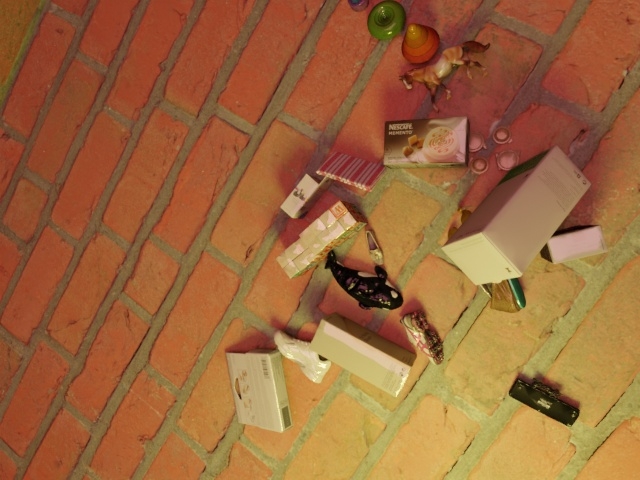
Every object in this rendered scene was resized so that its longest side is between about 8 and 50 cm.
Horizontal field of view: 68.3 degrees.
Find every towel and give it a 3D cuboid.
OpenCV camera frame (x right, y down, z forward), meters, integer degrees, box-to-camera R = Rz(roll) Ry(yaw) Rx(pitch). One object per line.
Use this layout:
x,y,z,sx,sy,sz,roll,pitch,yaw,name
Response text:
0.101,-0.222,1.529,0.197,0.144,0.029,21,132,18,towel

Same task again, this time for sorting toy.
0.207,-0.699,1.466,0.365,0.126,0.127,45,103,20,sorting toy

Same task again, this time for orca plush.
0.132,0.138,1.526,0.287,0.102,0.151,44,106,9,orca plush

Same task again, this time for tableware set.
0.432,-0.031,1.452,0.024,0.104,0.154,12,82,-21,tableware set
0.521,-0.274,1.445,0.169,0.020,0.141,-8,88,20,tableware set

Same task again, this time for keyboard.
0.672,0.468,1.406,0.192,0.038,0.100,26,122,15,keyboard

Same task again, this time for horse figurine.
0.392,-0.523,1.451,0.263,0.066,0.174,-38,62,23,horse figurine

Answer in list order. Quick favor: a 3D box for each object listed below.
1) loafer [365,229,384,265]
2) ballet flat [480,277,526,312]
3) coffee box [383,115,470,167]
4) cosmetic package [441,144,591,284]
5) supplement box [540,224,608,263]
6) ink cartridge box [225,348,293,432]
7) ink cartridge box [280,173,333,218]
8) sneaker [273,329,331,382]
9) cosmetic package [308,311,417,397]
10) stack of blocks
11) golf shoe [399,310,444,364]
0.173,0.024,1.552,0.045,0.039,0.125,-21,84,17,loafer
0.512,0.054,1.419,0.124,0.116,0.342,-15,90,37,ballet flat
0.327,-0.298,1.458,0.247,0.098,0.141,3,91,23,coffee box
0.521,-0.062,1.259,0.365,0.197,0.155,-43,93,-22,cosmetic package
0.673,0.007,1.282,0.130,0.239,0.073,-16,86,17,supplement box
-0.220,0.524,1.676,0.239,0.060,0.274,-10,90,43,ink cartridge box
-0.042,-0.160,1.587,0.061,0.104,0.181,43,102,12,ink cartridge box
-0.056,0.372,1.618,0.232,0.090,0.115,40,92,8,sneaker
0.138,0.356,1.507,0.310,0.160,0.113,27,98,15,cosmetic package
0.000,0.000,1.541,0.297,0.171,0.087,-39,79,15,stack of blocks
0.324,0.312,1.502,0.086,0.068,0.186,-33,85,48,golf shoe
